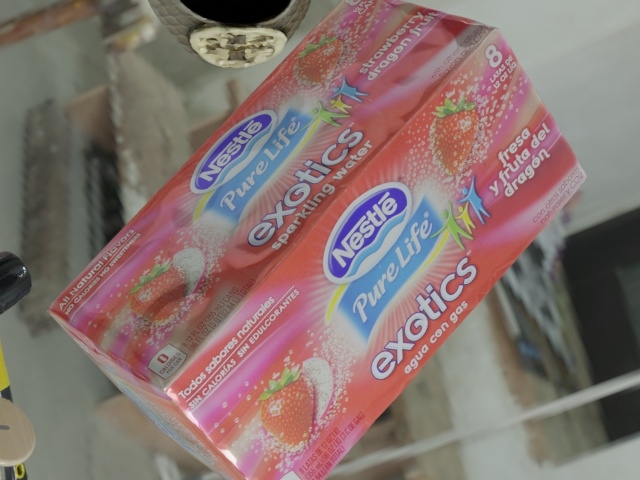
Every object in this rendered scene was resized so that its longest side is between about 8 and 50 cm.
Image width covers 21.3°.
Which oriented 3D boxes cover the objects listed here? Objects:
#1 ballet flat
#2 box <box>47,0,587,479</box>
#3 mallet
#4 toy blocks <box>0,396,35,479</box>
[{"bbox_3d":[-0.038,-0.145,0.736,0.250,0.084,0.058,99,-17,-59],"label":"ballet flat"},{"bbox_3d":[0.000,0.000,1.070,0.154,0.300,0.142,27,-20,51],"label":"box"},{"bbox_3d":[-0.223,0.093,1.215,0.062,0.039,0.189,-42,139,-37],"label":"mallet"},{"bbox_3d":[-0.275,0.145,1.128,0.123,0.148,0.054,34,35,-13],"label":"toy blocks"}]
